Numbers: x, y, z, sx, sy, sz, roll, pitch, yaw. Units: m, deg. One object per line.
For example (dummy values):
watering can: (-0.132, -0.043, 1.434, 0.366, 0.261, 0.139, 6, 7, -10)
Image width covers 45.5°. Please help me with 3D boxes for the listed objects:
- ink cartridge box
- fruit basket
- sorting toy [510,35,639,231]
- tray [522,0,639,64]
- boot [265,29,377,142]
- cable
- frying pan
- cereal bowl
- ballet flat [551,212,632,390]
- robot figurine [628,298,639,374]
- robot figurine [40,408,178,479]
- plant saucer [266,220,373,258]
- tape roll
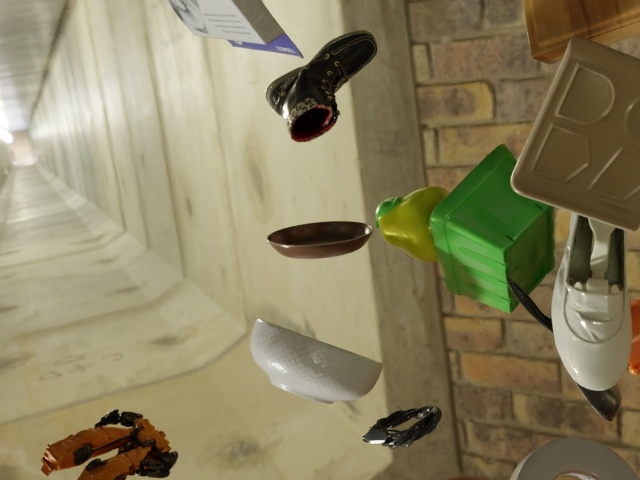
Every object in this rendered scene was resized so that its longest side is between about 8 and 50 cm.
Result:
ink cartridge box: (-0.156, -0.349, 1.140, 0.045, 0.224, 0.223, -52, -142, -11)
fruit basket: (0.326, -0.038, 1.744, 0.283, 0.392, 0.392, -43, -156, -12)
sorting toy: (0.445, -0.134, 1.089, 0.307, 0.229, 0.041, 17, -167, -11)
tray: (0.385, -0.495, 1.133, 0.203, 0.411, 0.076, -13, 173, 40)
boot: (0.020, -0.279, 1.394, 0.236, 0.085, 0.178, -30, -144, 5)
cable: (0.185, 0.389, 1.598, 0.150, 0.047, 0.184, -17, 176, -43)
frying pan: (0.489, 0.198, 1.486, 0.053, 0.326, 0.197, -34, 167, 24)
cereal bowl: (-0.023, 0.311, 1.878, 0.339, 0.141, 0.339, 19, 174, 2)
ballet flat: (0.484, 0.056, 1.347, 0.139, 0.400, 0.139, 9, 160, 3)
robot figurine: (0.707, 0.221, 1.750, 0.219, 0.158, 0.128, -32, -129, 9)
robot figurine: (-0.457, 0.478, 1.692, 0.211, 0.085, 0.291, 39, -159, 24)
plant saucer: (0.000, 0.000, 1.198, 0.168, 0.029, 0.168, -4, -168, 1)
tape roll: (0.425, 0.444, 1.271, 0.219, 0.219, 0.072, -9, 156, -1)
